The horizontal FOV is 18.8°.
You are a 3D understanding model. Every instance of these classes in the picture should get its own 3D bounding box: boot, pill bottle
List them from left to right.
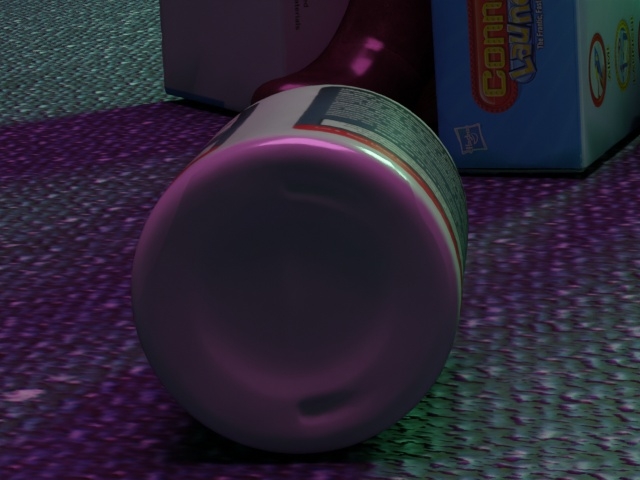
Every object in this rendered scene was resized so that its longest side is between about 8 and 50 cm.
[{"bbox_3d":[0.000,0.000,0.699,0.108,0.108,0.180,-2,13,7],"label":"pill bottle"},{"bbox_3d":[0.039,-0.170,1.218,0.090,0.206,0.248,8,17,42],"label":"boot"}]

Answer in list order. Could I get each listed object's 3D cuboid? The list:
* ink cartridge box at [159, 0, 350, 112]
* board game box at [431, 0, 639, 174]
[{"bbox_3d":[0.043,-0.204,1.394,0.270,0.197,0.198,-9,15,-28],"label":"ink cartridge box"},{"bbox_3d":[0.151,-0.217,1.180,0.086,0.308,0.302,1,12,22],"label":"board game box"}]
